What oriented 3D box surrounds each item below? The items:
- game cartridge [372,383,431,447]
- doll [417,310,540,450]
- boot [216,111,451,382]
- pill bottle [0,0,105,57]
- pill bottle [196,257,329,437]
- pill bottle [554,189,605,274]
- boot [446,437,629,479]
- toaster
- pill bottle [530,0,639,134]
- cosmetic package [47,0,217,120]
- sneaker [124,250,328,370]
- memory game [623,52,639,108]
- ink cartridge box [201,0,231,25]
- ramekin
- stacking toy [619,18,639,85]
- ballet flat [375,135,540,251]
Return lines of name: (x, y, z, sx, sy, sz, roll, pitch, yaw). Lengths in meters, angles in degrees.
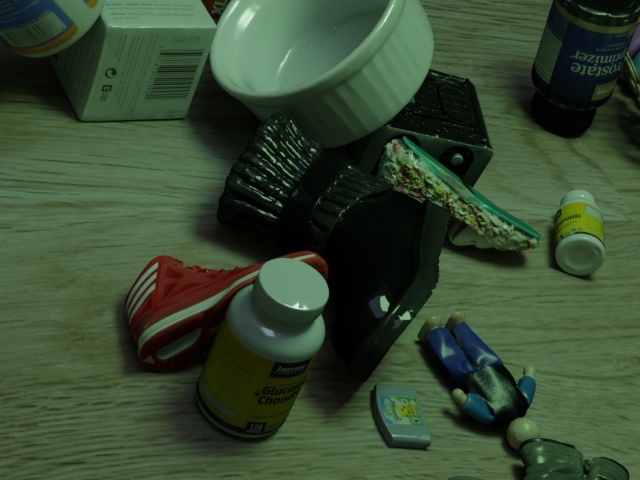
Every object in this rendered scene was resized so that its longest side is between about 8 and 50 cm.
game cartridge: (0.087, 0.191, 1.741, 0.056, 0.017, 0.083, 3, 42, -20)
doll: (0.193, 0.161, 1.809, 0.129, 0.046, 0.189, -8, 48, -34)
boot: (-0.002, 0.003, 1.815, 0.260, 0.131, 0.348, 30, 27, -4)
pill bottle: (-0.370, -0.338, 1.788, 0.152, 0.152, 0.272, 60, 7, 36)
pill bottle: (-0.056, 0.109, 1.623, 0.103, 0.184, 0.103, 14, 39, -12)
pill bottle: (0.339, -0.014, 2.078, 0.065, 0.065, 0.116, 19, 38, -7)
boot: (0.225, 0.272, 1.686, 0.246, 0.083, 0.161, 20, 31, -15)
toaster: (0.122, -0.153, 2.086, 0.168, 0.110, 0.185, 11, 40, -17)
pill bottle: (0.370, -0.264, 2.251, 0.123, 0.219, 0.123, 6, 42, -6)
cosmetic package: (-0.247, -0.265, 1.985, 0.151, 0.151, 0.183, -5, 46, -32)
sneaker: (-0.112, 0.040, 1.705, 0.221, 0.087, 0.128, -23, 48, -11)
memory game: (0.469, -0.204, 2.311, 0.012, 0.186, 0.186, -22, 43, 11)
ink cartridge box: (-0.132, -0.347, 2.122, 0.371, 0.176, 0.069, 11, 39, -17)
ramekin: (0.009, -0.247, 2.010, 0.135, 0.277, 0.277, 50, 18, -41)
stacking toy: (0.563, -0.212, 2.393, 0.141, 0.141, 0.330, -9, 55, -36)
ballet flat: (0.166, -0.042, 1.999, 0.241, 0.077, 0.091, 34, 11, -16)
